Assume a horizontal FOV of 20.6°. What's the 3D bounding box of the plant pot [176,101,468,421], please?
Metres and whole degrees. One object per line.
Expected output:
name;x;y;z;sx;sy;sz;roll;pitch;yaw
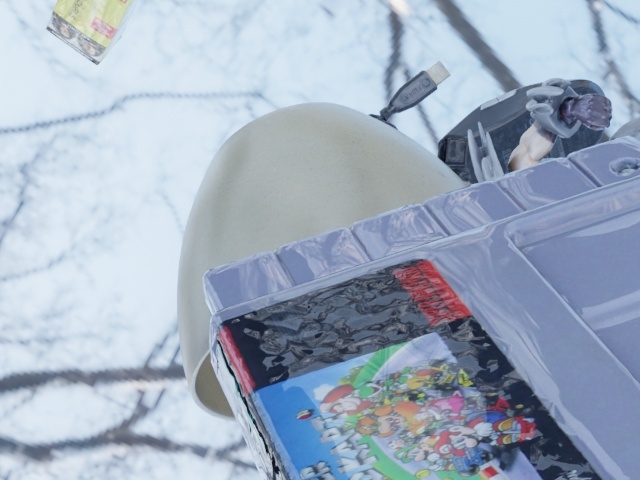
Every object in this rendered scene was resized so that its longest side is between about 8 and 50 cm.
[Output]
plant pot;0.000;0.000;1.442;0.284;0.284;0.191;-33;-117;22

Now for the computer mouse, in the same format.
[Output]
computer mouse;0.154;-0.120;1.756;0.262;0.184;0.060;-30;-143;-5

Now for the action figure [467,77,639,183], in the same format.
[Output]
action figure;0.226;-0.051;1.244;0.285;0.185;0.099;-29;-153;-2

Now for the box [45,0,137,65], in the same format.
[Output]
box;-0.267;-0.295;2.130;0.058;0.087;0.232;-57;-173;-23

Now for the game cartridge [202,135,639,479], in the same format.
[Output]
game cartridge;0.091;0.066;0.675;0.230;0.068;0.355;-14;-154;-10
